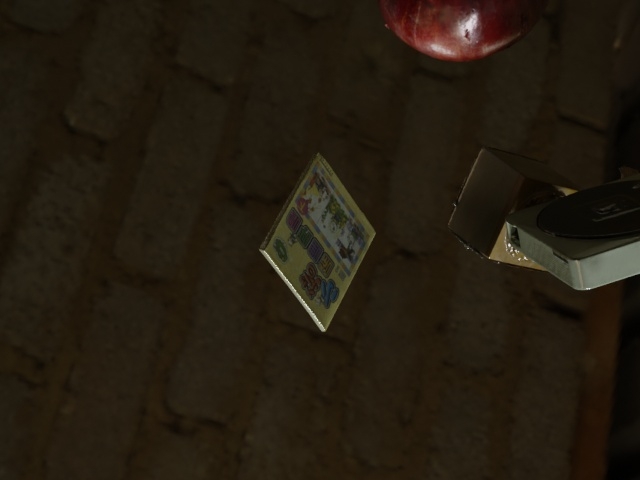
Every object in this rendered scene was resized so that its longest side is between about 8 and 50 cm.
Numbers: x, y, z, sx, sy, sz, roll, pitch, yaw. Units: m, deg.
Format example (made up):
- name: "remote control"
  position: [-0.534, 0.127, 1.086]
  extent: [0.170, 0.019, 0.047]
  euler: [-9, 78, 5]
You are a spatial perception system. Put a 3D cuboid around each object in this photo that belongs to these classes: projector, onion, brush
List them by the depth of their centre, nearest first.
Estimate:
- name: "projector"
  position: [0.423, -0.014, 1.836]
  extent: [0.257, 0.259, 0.079]
  euler: [-133, -153, -69]
- name: "onion"
  position: [0.213, -0.397, 1.977]
  extent: [0.276, 0.276, 0.276]
  euler: [-161, -90, -79]
- name: "brush"
  position: [0.597, -0.070, 2.471]
  extent: [0.014, 0.051, 0.164]
  euler: [-47, -142, 47]

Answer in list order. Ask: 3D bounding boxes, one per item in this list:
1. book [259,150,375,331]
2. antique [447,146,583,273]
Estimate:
- name: "book"
  position: [0.000, 0.000, 1.800]
  extent: [0.013, 0.168, 0.192]
  euler: [-6, -137, 39]
- name: "antique"
  position: [0.308, -0.042, 2.032]
  extent: [0.148, 0.146, 0.152]
  euler: [42, -64, 50]
